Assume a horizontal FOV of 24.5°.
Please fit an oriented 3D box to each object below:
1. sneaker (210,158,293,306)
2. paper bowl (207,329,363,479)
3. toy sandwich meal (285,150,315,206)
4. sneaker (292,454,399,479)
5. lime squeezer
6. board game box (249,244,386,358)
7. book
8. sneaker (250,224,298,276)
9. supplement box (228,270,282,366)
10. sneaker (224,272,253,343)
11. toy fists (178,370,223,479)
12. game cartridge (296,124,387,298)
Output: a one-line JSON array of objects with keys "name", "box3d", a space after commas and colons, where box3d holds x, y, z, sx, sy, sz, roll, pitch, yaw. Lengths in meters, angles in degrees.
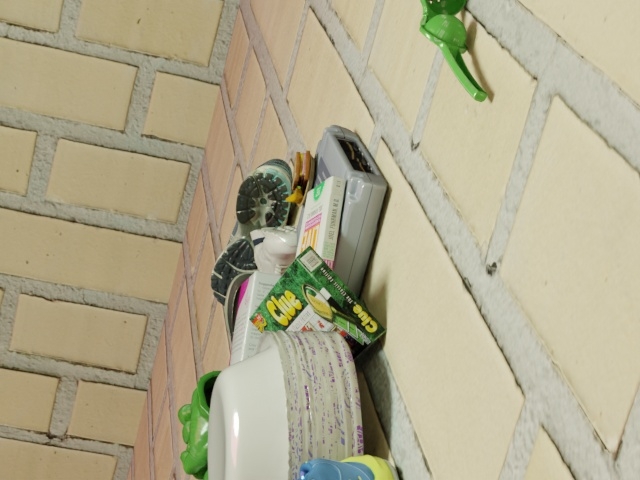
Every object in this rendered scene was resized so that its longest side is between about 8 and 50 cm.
[{"name": "sneaker", "box3d": [-0.098, -0.008, 2.460, 0.122, 0.110, 0.283, -63, -6, -61]}, {"name": "paper bowl", "box3d": [-0.048, 0.245, 1.708, 0.284, 0.148, 0.284, -178, 90, -78]}, {"name": "toy sandwich meal", "box3d": [-0.030, -0.087, 2.064, 0.085, 0.029, 0.085, -169, 90, -79]}, {"name": "sneaker", "box3d": [0.021, 0.304, 1.470, 0.240, 0.126, 0.091, -99, 23, -60]}, {"name": "lime squeezer", "box3d": [0.152, -0.252, 1.594, 0.110, 0.059, 0.310, -23, 49, 39]}, {"name": "board game box", "box3d": [-0.009, 0.103, 1.822, 0.030, 0.136, 0.259, -38, -6, -24]}, {"name": "book", "box3d": [0.000, 0.000, 1.851, 0.096, 0.035, 0.144, 147, 134, -69]}, {"name": "sneaker", "box3d": [-0.051, 0.024, 2.224, 0.235, 0.090, 0.094, 157, 111, -80]}, {"name": "supplement box", "box3d": [-0.067, 0.165, 2.053, 0.111, 0.114, 0.220, 140, 138, -73]}, {"name": "sneaker", "box3d": [-0.085, 0.158, 2.207, 0.118, 0.083, 0.222, 177, 85, -72]}, {"name": "toy fists", "box3d": [-0.140, 0.333, 2.160, 0.142, 0.096, 0.279, 107, 146, -43]}, {"name": "game cartridge", "box3d": [0.022, -0.026, 1.960, 0.294, 0.060, 0.196, -111, 38, -69]}]
